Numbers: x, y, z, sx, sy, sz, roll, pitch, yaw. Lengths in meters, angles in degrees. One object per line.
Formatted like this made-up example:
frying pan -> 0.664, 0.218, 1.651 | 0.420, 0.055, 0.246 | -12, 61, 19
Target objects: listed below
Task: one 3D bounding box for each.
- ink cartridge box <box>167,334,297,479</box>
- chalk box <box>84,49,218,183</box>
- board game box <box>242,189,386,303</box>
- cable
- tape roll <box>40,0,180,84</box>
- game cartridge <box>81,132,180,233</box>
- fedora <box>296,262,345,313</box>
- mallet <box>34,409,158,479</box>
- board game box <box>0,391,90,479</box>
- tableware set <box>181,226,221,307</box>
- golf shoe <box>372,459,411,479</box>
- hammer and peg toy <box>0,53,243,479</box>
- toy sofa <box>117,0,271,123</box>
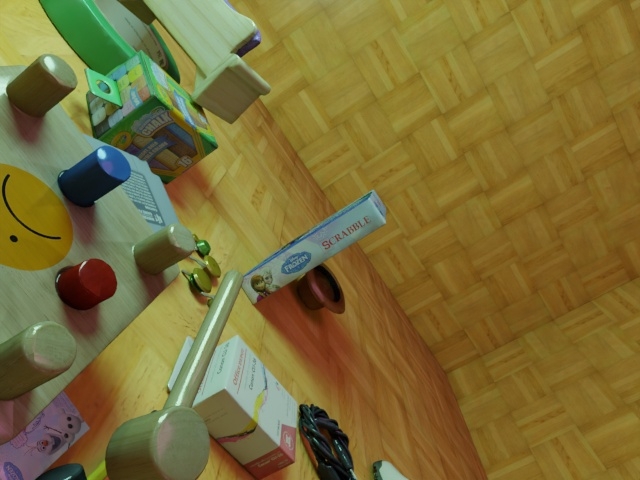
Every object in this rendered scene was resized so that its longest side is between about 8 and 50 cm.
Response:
ink cartridge box -> -0.114, 0.219, 0.654 | 0.198, 0.067, 0.115 | 54, 13, -21
chalk box -> -0.305, -0.221, 0.810 | 0.213, 0.132, 0.132 | 39, 22, -59
board game box -> 0.000, 0.000, 1.068 | 0.066, 0.318, 0.318 | 58, 11, -3
cable -> 0.019, 0.375, 0.865 | 0.184, 0.047, 0.150 | 58, 11, 0
tape roll -> -0.432, -0.441, 0.979 | 0.321, 0.077, 0.321 | 55, 13, -19
game cartridge -> -0.297, -0.052, 0.619 | 0.198, 0.062, 0.297 | 66, 13, 15
fedora -> -0.008, 0.135, 1.280 | 0.194, 0.079, 0.194 | 49, 20, -25
mallet -> -0.195, 0.196, 0.434 | 0.190, 0.039, 0.062 | -74, 154, -80
board game box -> -0.249, 0.149, 0.385 | 0.090, 0.020, 0.090 | 58, 12, -5
tableware set -> -0.206, 0.051, 0.816 | 0.154, 0.024, 0.104 | 64, 9, 28
golf shoe -> 0.211, 0.544, 0.953 | 0.273, 0.120, 0.105 | 37, -20, 56
hammer and peg toy -> -0.219, 0.026, 0.393 | 0.361, 0.127, 0.266 | 57, 21, -15
toy sofa -> -0.250, -0.430, 0.941 | 0.362, 0.177, 0.150 | 50, 9, 14
